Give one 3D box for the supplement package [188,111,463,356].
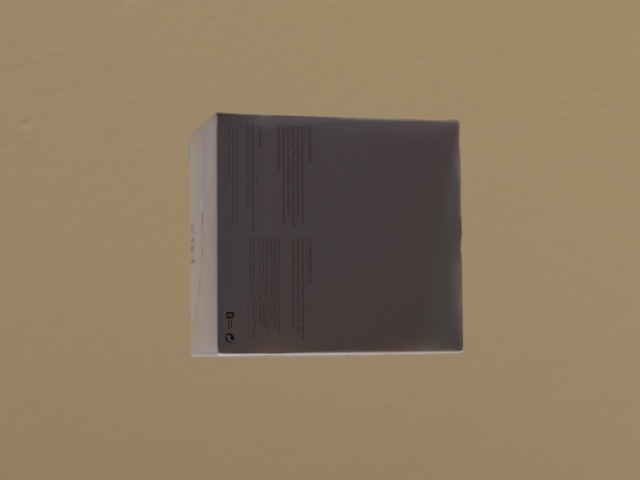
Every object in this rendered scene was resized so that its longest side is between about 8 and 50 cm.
[{"bbox_3d":[0.000,0.000,1.302,0.203,0.149,0.194,1,-94,-13],"label":"supplement package"}]
